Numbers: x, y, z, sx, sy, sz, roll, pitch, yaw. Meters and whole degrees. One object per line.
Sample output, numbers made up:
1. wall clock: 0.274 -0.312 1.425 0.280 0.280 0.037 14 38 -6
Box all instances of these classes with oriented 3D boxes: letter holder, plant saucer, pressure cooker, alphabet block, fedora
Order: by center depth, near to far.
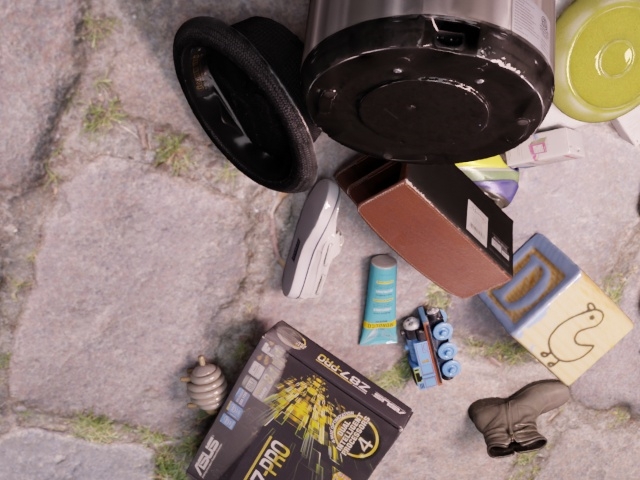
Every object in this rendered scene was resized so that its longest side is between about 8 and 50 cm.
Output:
1. pressure cooker: 0.170 -0.363 1.208 0.376 0.370 0.420 3 71 8
2. fedora: -0.088 -0.244 1.340 0.152 0.334 0.334 -44 120 -25
3. plant saucer: 0.496 -0.312 1.378 0.241 0.037 0.240 -5 114 -11
4. letter holder: 0.178 -0.027 1.488 0.214 0.152 0.302 -29 124 36
5. alphabet block: 0.474 0.138 1.651 0.197 0.193 0.192 39 103 -25

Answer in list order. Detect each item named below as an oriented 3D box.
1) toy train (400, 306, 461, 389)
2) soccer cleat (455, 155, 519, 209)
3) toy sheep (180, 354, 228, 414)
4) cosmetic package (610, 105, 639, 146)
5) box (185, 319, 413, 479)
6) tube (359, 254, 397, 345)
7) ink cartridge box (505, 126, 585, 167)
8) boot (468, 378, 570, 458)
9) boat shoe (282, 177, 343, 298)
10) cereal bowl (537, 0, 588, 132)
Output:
1. toy train: 0.230 0.225 1.701 0.105 0.080 0.184 -16 117 1
2. soccer cleat: 0.258 -0.164 1.536 0.289 0.093 0.121 32 74 -19
3. toy sheep: -0.229 0.291 1.623 0.091 0.091 0.132 -15 111 -6
4. cosmetic package: 0.669 -0.299 1.566 0.239 0.060 0.099 -39 115 7
5. box: -0.050 0.401 1.604 0.318 0.097 0.394 35 114 11
6. tube: 0.123 0.129 1.651 0.080 0.052 0.207 -1 121 -2
7. ink cartridge box: 0.421 -0.172 1.519 0.089 0.122 0.052 -1 84 -53
8. boot: 0.462 0.403 1.788 0.247 0.161 0.083 -15 117 -6
9. boat shoe: 0.000 0.000 1.544 0.084 0.095 0.258 9 122 -21
10. cereal bowl: 0.442 -0.347 1.449 0.339 0.141 0.338 -5 115 -12
